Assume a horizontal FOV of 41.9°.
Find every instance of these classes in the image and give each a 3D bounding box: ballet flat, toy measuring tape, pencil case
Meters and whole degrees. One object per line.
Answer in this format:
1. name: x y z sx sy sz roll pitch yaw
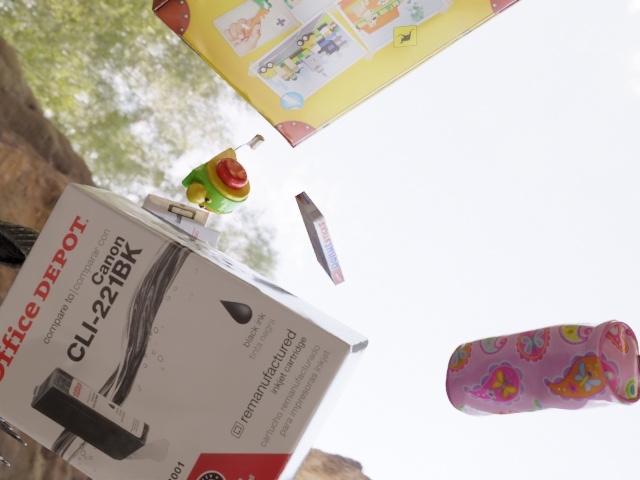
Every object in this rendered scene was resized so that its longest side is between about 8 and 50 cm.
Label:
1. ballet flat: -0.392 -0.002 0.962 0.173 0.049 0.058 8 -82 14
2. toy measuring tape: -0.178 -0.134 1.759 0.121 0.122 0.330 -8 -162 27
3. pencil case: 0.313 0.187 1.196 0.284 0.124 0.124 -20 -127 47

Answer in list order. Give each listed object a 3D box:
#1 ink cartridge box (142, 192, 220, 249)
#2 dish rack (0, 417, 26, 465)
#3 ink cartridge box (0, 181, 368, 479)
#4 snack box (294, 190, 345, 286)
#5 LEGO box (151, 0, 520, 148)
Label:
1. ink cartridge box: -0.145 -0.011 0.863 0.028 0.083 0.048 -81 -168 -53
2. dish rack: -0.445 0.275 0.999 0.074 0.208 0.272 30 -116 12
3. ink cartridge box: -0.128 0.102 0.699 0.272 0.114 0.197 29 -89 12
4. snack box: 0.000 0.000 1.321 0.022 0.178 0.064 -31 -127 -9
5. LEGO box: 0.029 -0.442 1.399 0.500 0.372 0.193 -30 -140 23
